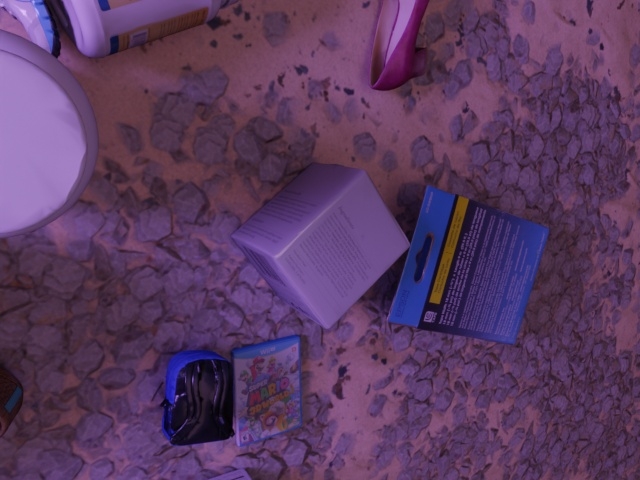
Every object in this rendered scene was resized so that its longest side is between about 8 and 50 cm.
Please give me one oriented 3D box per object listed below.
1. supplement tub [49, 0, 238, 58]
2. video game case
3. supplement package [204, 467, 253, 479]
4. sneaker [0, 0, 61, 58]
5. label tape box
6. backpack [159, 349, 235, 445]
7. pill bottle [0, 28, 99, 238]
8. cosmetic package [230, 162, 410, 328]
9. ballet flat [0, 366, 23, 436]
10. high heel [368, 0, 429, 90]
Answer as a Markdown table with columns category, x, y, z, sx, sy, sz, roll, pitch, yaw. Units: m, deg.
| category | x | y | z | sx | sy | sz | roll | pitch | yaw |
| --- | --- | --- | --- | --- | --- | --- | --- | --- | --- |
| supplement tub | -0.203 | -0.307 | 0.628 | 0.200 | 0.144 | 0.144 | -29 | 114 | -23 |
| video game case | -0.086 | 0.246 | 0.901 | 0.119 | 0.015 | 0.166 | -8 | 105 | -30 |
| supplement package | -0.180 | 0.525 | 0.829 | 0.204 | 0.145 | 0.262 | -6 | 104 | -31 |
| sneaker | -0.354 | -0.282 | 0.595 | 0.083 | 0.071 | 0.190 | -28 | 106 | -17 |
| label tape box | 0.249 | 0.047 | 1.008 | 0.334 | 0.106 | 0.240 | 15 | 92 | -32 |
| backpack | -0.181 | 0.217 | 0.785 | 0.098 | 0.101 | 0.120 | 2 | 96 | -34 |
| pill bottle | -0.308 | -0.099 | 0.507 | 0.176 | 0.318 | 0.176 | -8 | 106 | -29 |
| cosmetic package | 0.000 | 0.000 | 0.818 | 0.184 | 0.151 | 0.151 | -43 | 119 | -15 |
| ballet flat | -0.493 | 0.262 | 0.590 | 0.342 | 0.124 | 0.116 | -29 | 114 | -23 |
| high heel | 0.109 | -0.360 | 0.848 | 0.117 | 0.082 | 0.244 | -28 | 127 | -34 |
